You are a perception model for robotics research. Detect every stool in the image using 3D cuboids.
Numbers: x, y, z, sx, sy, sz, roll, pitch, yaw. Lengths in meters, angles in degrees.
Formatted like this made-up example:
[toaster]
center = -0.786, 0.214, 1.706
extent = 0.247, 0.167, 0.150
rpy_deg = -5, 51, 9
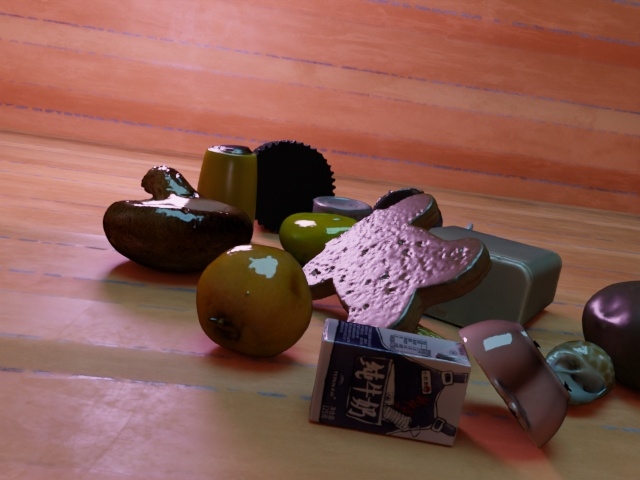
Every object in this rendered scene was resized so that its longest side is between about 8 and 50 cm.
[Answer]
[stool]
center = -0.128, -0.194, 2.167
extent = 0.297, 0.297, 0.330
rpy_deg = 6, 11, -13

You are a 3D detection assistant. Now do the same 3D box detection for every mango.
[mango]
center = -0.002, 0.003, 1.730
extent = 0.273, 0.149, 0.185
rpy_deg = 11, 20, 32

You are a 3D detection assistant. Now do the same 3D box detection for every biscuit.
[biscuit]
center = 0.154, 0.059, 1.375
extent = 0.368, 0.076, 0.394
rpy_deg = -35, 29, -9

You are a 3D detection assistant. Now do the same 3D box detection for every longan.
[longan]
center = 0.631, 0.182, 1.263
extent = 0.246, 0.215, 0.246
rpy_deg = 3, -9, 0

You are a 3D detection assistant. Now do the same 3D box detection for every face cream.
[face cream]
center = 0.057, -0.039, 1.920
extent = 0.177, 0.152, 0.177
rpy_deg = 7, 13, -2

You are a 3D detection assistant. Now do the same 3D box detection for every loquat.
[loquat]
center = -0.115, 0.106, 1.158
extent = 0.208, 0.208, 0.208
rpy_deg = 8, 14, -2

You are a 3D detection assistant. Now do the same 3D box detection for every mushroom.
[mushroom]
center = -0.328, -0.027, 1.563
extent = 0.345, 0.239, 0.345
rpy_deg = -4, 31, 2

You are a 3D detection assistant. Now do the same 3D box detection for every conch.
[conch]
center = 0.457, 0.239, 1.175
extent = 0.173, 0.106, 0.116
rpy_deg = -26, 53, -36

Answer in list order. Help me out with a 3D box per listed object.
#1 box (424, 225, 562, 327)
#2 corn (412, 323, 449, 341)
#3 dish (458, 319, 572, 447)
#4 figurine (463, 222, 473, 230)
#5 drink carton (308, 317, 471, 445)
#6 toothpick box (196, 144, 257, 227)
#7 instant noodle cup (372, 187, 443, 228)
[box]
center = 0.375, 0.079, 1.605
extent = 0.352, 0.177, 0.344
rpy_deg = 17, 15, 31
[corn]
center = 0.189, 0.196, 1.247
extent = 0.067, 0.067, 0.206
rpy_deg = 1, 14, -30
[dish]
center = 0.307, 0.201, 1.010
extent = 0.090, 0.213, 0.213
rpy_deg = -35, 13, 7
[figurine]
center = 0.429, 0.016, 2.007
extent = 0.193, 0.126, 0.147
rpy_deg = 4, 28, 32
[drink carton]
center = 0.104, 0.211, 0.992
extent = 0.222, 0.134, 0.102
rpy_deg = 10, 12, 2
[toothpick box]
center = -0.263, -0.132, 1.841
extent = 0.175, 0.271, 0.175
rpy_deg = 8, 14, -2
[instant noodle cup]
center = 0.251, -0.060, 2.029
extent = 0.218, 0.217, 0.207
rpy_deg = 8, 7, -3
